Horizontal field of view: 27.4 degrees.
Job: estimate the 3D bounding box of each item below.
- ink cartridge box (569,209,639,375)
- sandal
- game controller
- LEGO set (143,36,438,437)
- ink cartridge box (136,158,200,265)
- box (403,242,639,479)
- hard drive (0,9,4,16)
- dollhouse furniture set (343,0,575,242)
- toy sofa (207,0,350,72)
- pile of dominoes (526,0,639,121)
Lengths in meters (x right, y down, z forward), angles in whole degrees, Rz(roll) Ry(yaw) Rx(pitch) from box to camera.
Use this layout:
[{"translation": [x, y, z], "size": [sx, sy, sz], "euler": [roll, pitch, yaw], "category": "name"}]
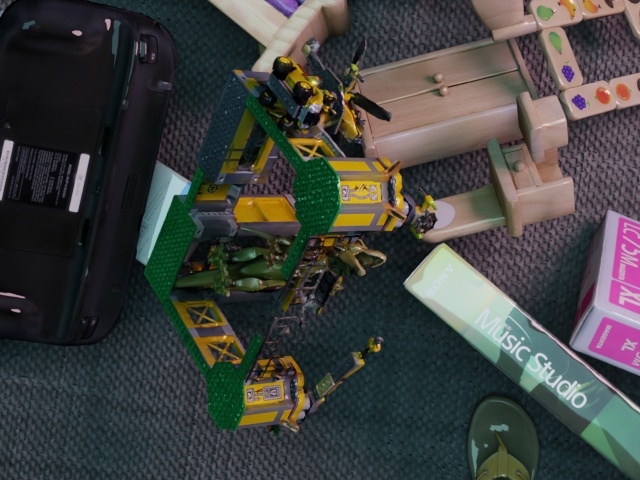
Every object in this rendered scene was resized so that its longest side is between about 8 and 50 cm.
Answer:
[{"translation": [0.392, 0.088, 1.209], "size": [0.311, 0.186, 0.065], "euler": [24, 123, 3], "category": "ink cartridge box"}, {"translation": [0.173, 0.242, 1.279], "size": [0.072, 0.049, 0.180], "euler": [8, 88, 4], "category": "sandal"}, {"translation": [-0.235, -0.058, 1.188], "size": [0.167, 0.067, 0.319], "euler": [11, 100, -17], "category": "game controller"}, {"translation": [0.000, 0.000, 1.164], "size": [0.255, 0.192, 0.331], "euler": [45, 126, 42], "category": "LEGO set"}, {"translation": [-0.182, -0.041, 1.293], "size": [0.143, 0.090, 0.092], "euler": [34, 90, 5], "category": "ink cartridge box"}, {"translation": [0.214, 0.123, 1.191], "size": [0.322, 0.232, 0.058], "euler": [39, 91, 4], "category": "box"}, {"translation": [-0.328, -0.057, 1.282], "size": [0.203, 0.040, 0.307], "euler": [31, 89, 36], "category": "hard drive"}, {"translation": [0.093, -0.216, 1.147], "size": [0.174, 0.355, 0.303], "euler": [-15, 50, 2], "category": "dollhouse furniture set"}, {"translation": [-0.126, -0.316, 1.275], "size": [0.362, 0.150, 0.177], "euler": [40, 91, 5], "category": "toy sofa"}, {"translation": [0.298, -0.229, 1.233], "size": [0.251, 0.040, 0.196], "euler": [-17, 83, -33], "category": "pile of dominoes"}]
